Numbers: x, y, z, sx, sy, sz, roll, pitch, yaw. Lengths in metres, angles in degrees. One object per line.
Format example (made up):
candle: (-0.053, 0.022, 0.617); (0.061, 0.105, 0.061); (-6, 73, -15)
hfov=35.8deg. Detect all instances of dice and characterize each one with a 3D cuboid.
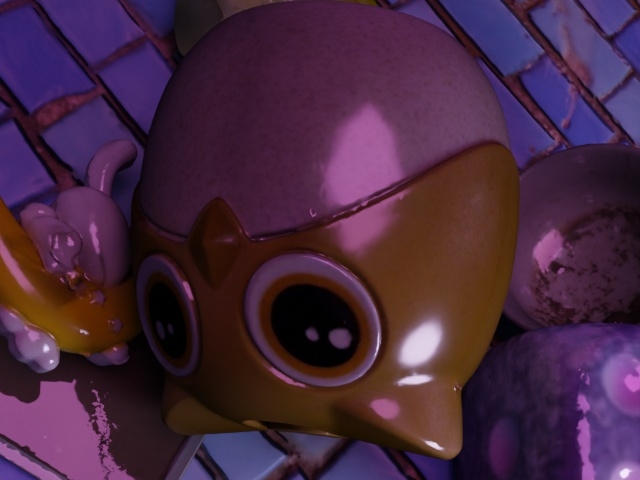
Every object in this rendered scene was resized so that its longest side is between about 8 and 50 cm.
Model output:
dice: (0.330, 0.259, 1.164); (0.271, 0.270, 0.270); (11, 67, -18)

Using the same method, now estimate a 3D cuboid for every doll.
doll: (-0.267, 0.019, 1.086); (0.237, 0.111, 0.252); (-14, 83, -45)

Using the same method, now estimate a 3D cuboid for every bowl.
bowl: (0.367, 0.028, 1.317); (0.289, 0.146, 0.289); (-12, 59, 21)

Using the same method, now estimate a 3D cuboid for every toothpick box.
toothpick box: (0.000, 0.000, 1.042); (0.408, 0.409, 0.426); (8, 79, -19)

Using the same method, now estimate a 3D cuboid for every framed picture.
framed picture: (-0.261, 0.161, 1.105); (0.293, 0.018, 0.231); (34, 60, -6)

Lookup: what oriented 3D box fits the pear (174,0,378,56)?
pear: (-0.049, -0.319, 1.299); (0.286, 0.176, 0.282); (-7, 70, -26)
